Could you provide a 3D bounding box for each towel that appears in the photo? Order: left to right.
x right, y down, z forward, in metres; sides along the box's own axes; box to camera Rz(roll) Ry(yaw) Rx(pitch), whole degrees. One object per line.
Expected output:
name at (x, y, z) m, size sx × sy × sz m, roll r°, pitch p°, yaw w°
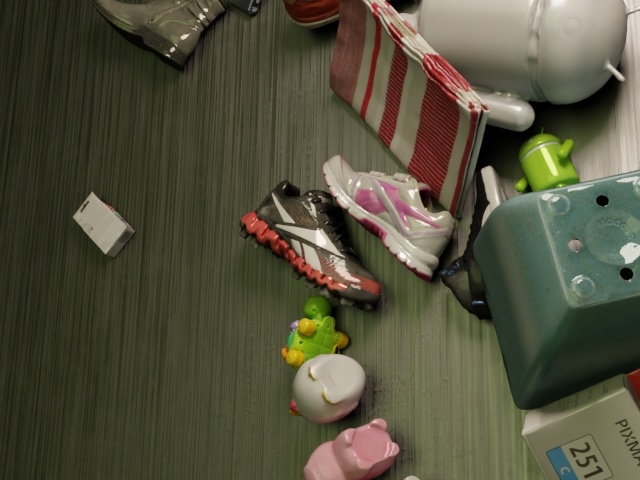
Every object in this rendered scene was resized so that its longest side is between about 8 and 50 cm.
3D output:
towel at (0.118, -0.211, 1.554) m, size 0.037 × 0.237 × 0.329 m, roll -26°, pitch 58°, yaw -22°

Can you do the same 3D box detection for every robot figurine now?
robot figurine at (0.281, -0.305, 1.499) m, size 0.353 × 0.199 × 0.300 m, roll 15°, pitch 86°, yaw 31°
robot figurine at (0.324, -0.102, 1.490) m, size 0.101 × 0.067 × 0.115 m, roll -44°, pitch 55°, yaw 44°

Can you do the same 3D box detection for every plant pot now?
plant pot at (0.340, 0.039, 1.289) m, size 0.247 × 0.252 × 0.247 m, roll -12°, pitch 67°, yaw 0°

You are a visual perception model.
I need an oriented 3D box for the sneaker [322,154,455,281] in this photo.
sneaker at (0.108, -0.054, 1.578) m, size 0.111 × 0.103 × 0.252 m, roll -47°, pitch 66°, yaw 2°

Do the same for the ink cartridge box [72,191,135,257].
ink cartridge box at (-0.385, -0.029, 1.860) m, size 0.115 × 0.029 × 0.063 m, roll 42°, pitch 96°, yaw 32°

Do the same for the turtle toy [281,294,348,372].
turtle toy at (-0.012, 0.146, 1.583) m, size 0.066 × 0.095 × 0.130 m, roll 10°, pitch 78°, yaw 51°

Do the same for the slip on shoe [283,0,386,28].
slip on shoe at (0.083, -0.447, 1.674) m, size 0.331 × 0.101 × 0.123 m, roll -23°, pitch 64°, yaw 15°

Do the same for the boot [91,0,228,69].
boot at (-0.289, -0.425, 1.917) m, size 0.246 × 0.083 × 0.161 m, roll 33°, pitch 84°, yaw 26°

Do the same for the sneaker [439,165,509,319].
sneaker at (0.220, 0.006, 1.504) m, size 0.121 × 0.079 × 0.217 m, roll -19°, pitch 67°, yaw 21°

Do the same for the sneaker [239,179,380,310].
sneaker at (0.000, 0.000, 1.609) m, size 0.276 × 0.097 × 0.135 m, roll 36°, pitch 95°, yaw 33°

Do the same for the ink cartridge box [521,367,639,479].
ink cartridge box at (0.422, 0.292, 1.239) m, size 0.261 × 0.066 × 0.296 m, roll -28°, pitch 94°, yaw 18°

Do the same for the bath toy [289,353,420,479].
bath toy at (0.046, 0.330, 1.475) m, size 0.151 × 0.129 × 0.348 m, roll -13°, pitch 63°, yaw -24°

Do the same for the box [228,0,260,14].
box at (-0.128, -0.448, 1.843) m, size 0.067 × 0.018 × 0.083 m, roll 37°, pitch 120°, yaw 31°
